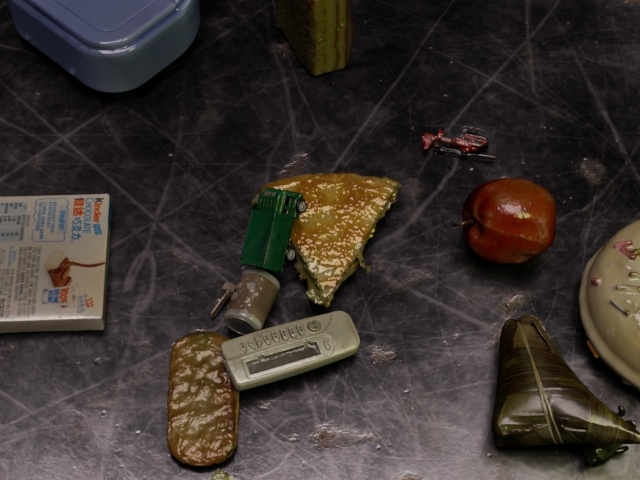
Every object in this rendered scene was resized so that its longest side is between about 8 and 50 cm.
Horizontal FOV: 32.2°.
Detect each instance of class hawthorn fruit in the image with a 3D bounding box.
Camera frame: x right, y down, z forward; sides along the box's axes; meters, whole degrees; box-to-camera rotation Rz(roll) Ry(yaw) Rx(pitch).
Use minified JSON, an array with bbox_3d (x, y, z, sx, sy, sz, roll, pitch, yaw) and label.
[{"bbox_3d":[0.317,-0.035,1.971,0.194,0.157,0.157,-1,55,-17],"label":"hawthorn fruit"}]

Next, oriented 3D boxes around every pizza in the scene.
[{"bbox_3d":[0.000,0.000,1.998,0.280,0.075,0.287,3,57,5],"label":"pizza"}]

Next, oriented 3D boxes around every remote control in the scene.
[{"bbox_3d":[-0.050,0.185,1.869,0.230,0.049,0.090,-14,61,-17],"label":"remote control"}]

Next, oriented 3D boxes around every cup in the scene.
[{"bbox_3d":[-0.134,0.104,1.916,0.102,0.074,0.099,16,57,9],"label":"cup"}]

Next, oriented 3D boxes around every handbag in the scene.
[{"bbox_3d":[0.462,0.324,1.797,0.072,0.047,0.111,50,61,-10],"label":"handbag"}]

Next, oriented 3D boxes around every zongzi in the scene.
[{"bbox_3d":[0.406,0.224,1.811,0.241,0.111,0.247,-1,54,15],"label":"zongzi"}]

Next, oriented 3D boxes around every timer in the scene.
[{"bbox_3d":[-0.414,-0.495,2.258,0.395,0.173,0.394,0,55,0],"label":"timer"}]

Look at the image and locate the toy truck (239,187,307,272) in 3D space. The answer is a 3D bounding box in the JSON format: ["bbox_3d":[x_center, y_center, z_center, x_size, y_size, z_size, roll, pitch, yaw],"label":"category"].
[{"bbox_3d":[-0.081,-0.020,1.930,0.065,0.079,0.147,9,83,39],"label":"toy truck"}]

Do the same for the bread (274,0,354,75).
[{"bbox_3d":[-0.015,-0.473,2.221,0.111,0.234,0.184,-26,59,-14],"label":"bread"}]

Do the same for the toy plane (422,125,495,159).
[{"bbox_3d":[0.270,-0.190,2.155,0.145,0.037,0.060,9,66,0],"label":"toy plane"}]

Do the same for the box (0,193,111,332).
[{"bbox_3d":[-0.510,0.038,1.966,0.265,0.048,0.273,-1,55,-3],"label":"box"}]

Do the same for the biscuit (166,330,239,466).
[{"bbox_3d":[-0.194,0.259,1.837,0.119,0.029,0.247,-2,55,0],"label":"biscuit"}]

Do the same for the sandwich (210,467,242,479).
[{"bbox_3d":[-0.104,0.492,1.665,0.245,0.063,0.212,25,62,15],"label":"sandwich"}]

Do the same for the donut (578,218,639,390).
[{"bbox_3d":[0.638,0.107,1.900,0.383,0.142,0.382,1,56,-2],"label":"donut"}]
